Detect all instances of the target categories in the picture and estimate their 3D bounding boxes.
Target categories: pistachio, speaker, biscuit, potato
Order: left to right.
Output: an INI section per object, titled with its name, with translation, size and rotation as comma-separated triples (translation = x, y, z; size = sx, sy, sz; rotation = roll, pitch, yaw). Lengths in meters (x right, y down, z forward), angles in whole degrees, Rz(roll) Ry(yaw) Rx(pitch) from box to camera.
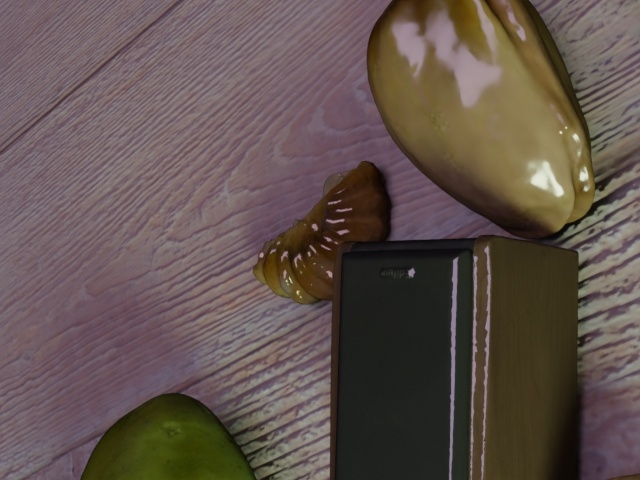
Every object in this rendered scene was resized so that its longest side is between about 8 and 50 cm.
[potato]
translation = -0.146, 0.310, 1.025
size = 0.216, 0.216, 0.304
rotation = -33, 49, 29
[biscuit]
translation = 0.000, 0.000, 1.068
size = 0.183, 0.061, 0.118
rotation = -41, 59, 25
[speaker]
translation = 0.116, 0.117, 0.865
size = 0.153, 0.193, 0.230
rotation = -2, 83, 38
[pistachio]
translation = 0.141, -0.117, 0.926
size = 0.260, 0.163, 0.213
rotation = 67, 162, 7

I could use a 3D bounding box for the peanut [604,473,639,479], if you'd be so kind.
[peanut]
translation = 0.219, 0.280, 0.779
size = 0.129, 0.129, 0.224
rotation = 18, 89, 41
